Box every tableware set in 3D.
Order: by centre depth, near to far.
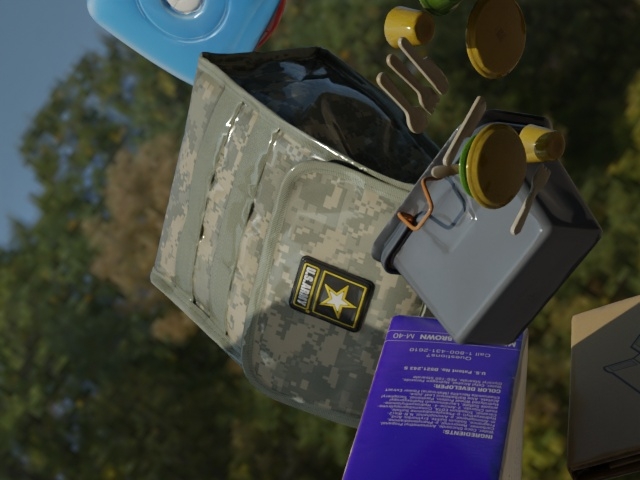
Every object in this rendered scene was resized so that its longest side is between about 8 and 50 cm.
[{"bbox_3d":[0.084,-0.083,0.972,0.154,0.024,0.104,43,-112,-38],"label":"tableware set"}]

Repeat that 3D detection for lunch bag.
[{"bbox_3d":[0.000,0.000,1.527,0.169,0.287,0.235,-9,-54,-38],"label":"lunch bag"}]

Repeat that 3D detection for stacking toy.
[{"bbox_3d":[-0.081,-0.284,1.717,0.175,0.166,0.302,-58,0,31],"label":"stacking toy"}]

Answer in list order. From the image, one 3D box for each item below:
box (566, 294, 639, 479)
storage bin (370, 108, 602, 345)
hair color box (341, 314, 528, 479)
[{"bbox_3d":[0.262,0.092,1.298,0.164,0.021,0.201,-18,25,18],"label":"box"},{"bbox_3d":[0.105,-0.002,1.113,0.098,0.091,0.135,5,-49,-42],"label":"storage bin"},{"bbox_3d":[0.069,0.210,1.166,0.339,0.110,0.185,-70,-18,-62],"label":"hair color box"}]
